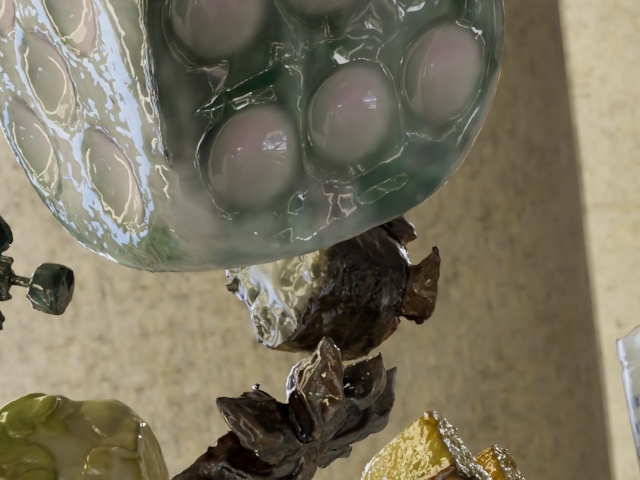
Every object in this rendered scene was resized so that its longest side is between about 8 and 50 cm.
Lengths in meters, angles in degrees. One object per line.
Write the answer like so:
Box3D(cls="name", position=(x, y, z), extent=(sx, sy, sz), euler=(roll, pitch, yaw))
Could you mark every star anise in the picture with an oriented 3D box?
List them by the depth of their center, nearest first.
Box3D(cls="star anise", position=(-0.027, 0.167, 1.411), extent=(0.230, 0.081, 0.262), euler=(-28, 162, -31))

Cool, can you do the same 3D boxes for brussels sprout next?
Box3D(cls="brussels sprout", position=(-0.337, 0.346, 2.052), extent=(0.344, 0.344, 0.268), euler=(-10, -126, -6))

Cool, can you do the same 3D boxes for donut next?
Box3D(cls="donut", position=(0.110, 0.258, 1.642), extent=(0.152, 0.101, 0.259), euler=(-33, 151, 12))

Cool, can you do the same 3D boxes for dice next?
Box3D(cls="dice", position=(-0.072, -0.182, 1.360), extent=(0.328, 0.330, 0.348), euler=(-25, -156, -27))

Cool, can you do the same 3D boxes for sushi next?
Box3D(cls="sushi", position=(0.000, 0.000, 1.876), extent=(0.182, 0.196, 0.343), euler=(4, -150, -30))

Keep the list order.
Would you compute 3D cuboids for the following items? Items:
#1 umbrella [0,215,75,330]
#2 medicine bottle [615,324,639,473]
Box3D(cls="umbrella", position=(-0.401, 0.016, 1.703), extent=(0.349, 0.143, 0.094), euler=(10, -159, 19))
Box3D(cls="medicine bottle", position=(0.350, 0.217, 1.304), extent=(0.190, 0.332, 0.190), euler=(-9, 170, -2))
